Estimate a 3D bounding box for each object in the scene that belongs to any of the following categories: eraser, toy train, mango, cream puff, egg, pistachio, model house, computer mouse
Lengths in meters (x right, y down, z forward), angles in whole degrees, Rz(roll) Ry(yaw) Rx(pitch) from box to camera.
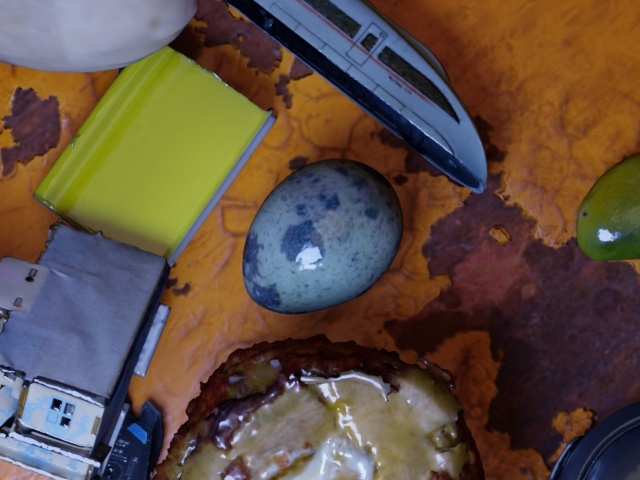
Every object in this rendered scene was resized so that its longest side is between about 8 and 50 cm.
[{"bbox_3d":[-0.172,-0.084,1.977,0.158,0.069,0.226,35,84,3],"label":"eraser"},{"bbox_3d":[0.033,-0.204,1.983,0.407,0.086,0.088,39,79,5],"label":"toy train"},{"bbox_3d":[0.358,-0.038,1.953,0.191,0.085,0.122,2,86,0],"label":"mango"},{"bbox_3d":[-0.009,0.253,1.850,0.350,0.228,0.350,0,90,-8],"label":"cream puff"},{"bbox_3d":[0.000,0.000,1.927,0.182,0.141,0.141,-41,84,0],"label":"egg"},{"bbox_3d":[-0.261,-0.264,1.930,0.318,0.214,0.193,-6,85,21],"label":"pistachio"},{"bbox_3d":[-0.262,0.139,1.859,0.178,0.271,0.206,17,126,-2],"label":"model house"},{"bbox_3d":[-0.204,0.223,1.948,0.079,0.047,0.135,14,72,9],"label":"computer mouse"}]

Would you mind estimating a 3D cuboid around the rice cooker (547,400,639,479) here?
[{"bbox_3d":[0.338,0.271,1.842,0.241,0.227,0.280,34,85,5],"label":"rice cooker"}]
